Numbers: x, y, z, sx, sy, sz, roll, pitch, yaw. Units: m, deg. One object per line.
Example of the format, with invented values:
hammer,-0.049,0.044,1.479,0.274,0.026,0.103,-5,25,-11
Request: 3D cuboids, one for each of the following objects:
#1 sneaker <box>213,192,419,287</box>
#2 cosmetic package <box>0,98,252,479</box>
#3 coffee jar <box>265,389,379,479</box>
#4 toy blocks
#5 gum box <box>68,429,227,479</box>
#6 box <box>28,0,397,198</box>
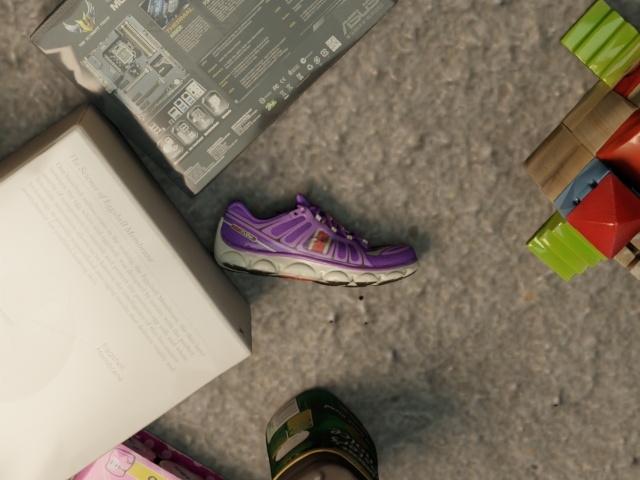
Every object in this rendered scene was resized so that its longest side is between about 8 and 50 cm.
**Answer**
sneaker,0.000,0.000,1.392,0.170,0.068,0.071,9,86,-10
cosmetic package,-0.206,0.046,1.354,0.224,0.138,0.224,-34,103,7
coffee jar,0.004,0.194,1.376,0.079,0.184,0.096,-39,103,7
toy blocks,0.301,-0.105,1.274,0.191,0.261,0.381,41,100,-11
gum box,-0.134,0.240,1.445,0.188,0.062,0.107,32,101,-10
box,-0.083,-0.177,1.343,0.232,0.059,0.183,-44,102,9
